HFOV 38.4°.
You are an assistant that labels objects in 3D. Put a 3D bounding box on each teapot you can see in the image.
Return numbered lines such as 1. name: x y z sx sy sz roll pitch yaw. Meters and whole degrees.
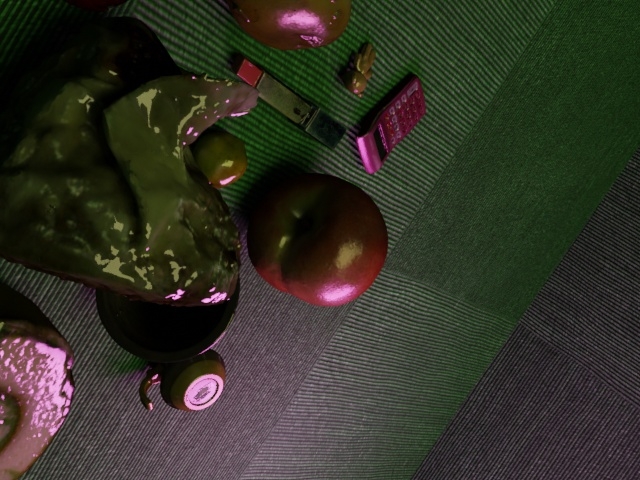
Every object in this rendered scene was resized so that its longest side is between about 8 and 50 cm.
1. teapot: -0.258 0.251 1.681 0.166 0.119 0.130 -24 131 -26

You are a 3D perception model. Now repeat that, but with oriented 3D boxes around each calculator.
1. calculator: 0.138 -0.230 1.804 0.190 0.034 0.126 -49 148 -17

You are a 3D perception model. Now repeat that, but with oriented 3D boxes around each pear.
1. pear: -0.161 -0.125 1.469 0.092 0.092 0.097 14 109 -56

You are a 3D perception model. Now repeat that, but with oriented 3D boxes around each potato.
1. potato: -0.049 -0.357 1.296 0.253 0.186 0.148 31 80 -54

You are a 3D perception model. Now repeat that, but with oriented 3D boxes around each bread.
1. bread: -0.533 0.239 1.307 0.382 0.129 0.366 -56 151 7

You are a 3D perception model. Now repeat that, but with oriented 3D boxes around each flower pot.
1. flower pot: -0.231 0.083 1.495 0.235 0.235 0.148 -51 168 -3

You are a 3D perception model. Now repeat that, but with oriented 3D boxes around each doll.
1. doll: 0.076 -0.303 1.633 0.093 0.051 0.061 -50 142 -7

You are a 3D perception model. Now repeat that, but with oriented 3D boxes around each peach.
1. peach: 0.000 0.000 1.649 0.252 0.252 0.252 -33 143 -29

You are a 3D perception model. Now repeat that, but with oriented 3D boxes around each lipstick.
1. lipstick: -0.058 -0.233 1.535 0.051 0.051 0.312 -55 146 5

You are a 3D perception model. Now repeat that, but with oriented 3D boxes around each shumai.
1. shumai: -0.267 -0.112 1.178 0.395 0.395 0.348 12 91 -56

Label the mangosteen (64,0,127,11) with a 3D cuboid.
1. mangosteen: -0.259 -0.362 1.060 0.166 0.166 0.180 73 34 -53
